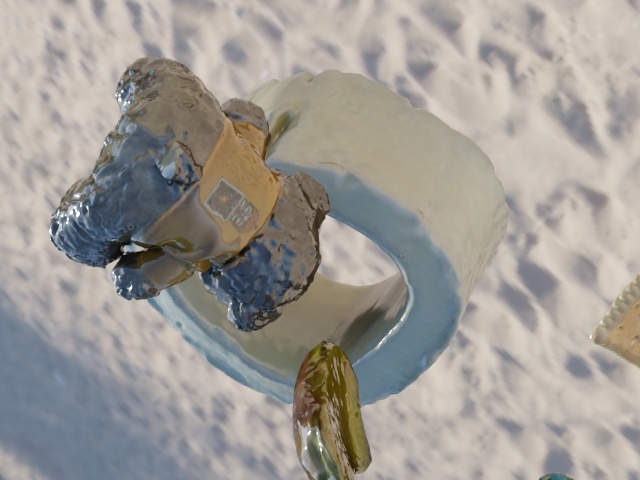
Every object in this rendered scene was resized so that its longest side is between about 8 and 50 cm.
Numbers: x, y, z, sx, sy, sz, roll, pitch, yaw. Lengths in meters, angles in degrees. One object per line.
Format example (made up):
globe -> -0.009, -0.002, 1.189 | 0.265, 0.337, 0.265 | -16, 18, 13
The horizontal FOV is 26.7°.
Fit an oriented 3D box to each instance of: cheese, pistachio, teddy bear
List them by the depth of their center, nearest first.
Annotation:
teddy bear -> -0.079, -0.026, 0.974 | 0.190, 0.177, 0.140 | 35, 163, -26
pistachio -> 0.003, 0.142, 1.004 | 0.173, 0.049, 0.089 | -83, -31, -65
cheese -> -0.003, 0.000, 1.241 | 0.292, 0.153, 0.332 | 43, 135, -11

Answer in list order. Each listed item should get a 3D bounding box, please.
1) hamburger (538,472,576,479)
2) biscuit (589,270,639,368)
hamburger -> 0.347, 0.449, 1.778 | 0.276, 0.150, 0.260 | -50, 63, 34
biscuit -> 0.531, 0.131, 2.143 | 0.250, 0.160, 0.030 | 29, -169, -48
